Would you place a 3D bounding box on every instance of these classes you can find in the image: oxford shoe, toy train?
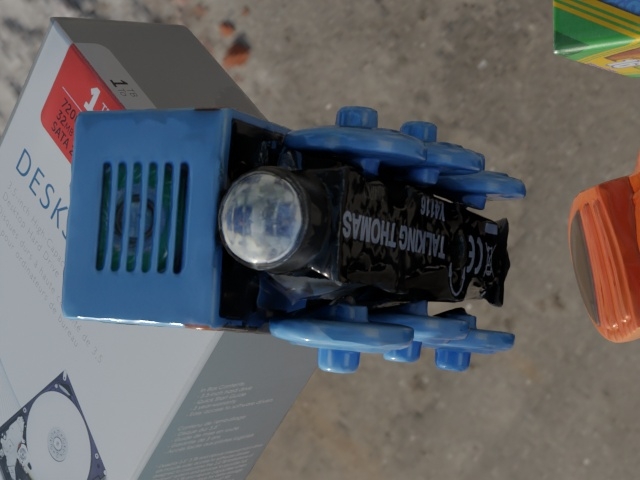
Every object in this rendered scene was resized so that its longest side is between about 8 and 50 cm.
[{"bbox_3d":[0.248,-0.013,0.796,0.363,0.132,0.130,162,95,-83],"label":"oxford shoe"},{"bbox_3d":[0.000,0.000,0.467,0.105,0.184,0.080,4,87,25],"label":"toy train"}]

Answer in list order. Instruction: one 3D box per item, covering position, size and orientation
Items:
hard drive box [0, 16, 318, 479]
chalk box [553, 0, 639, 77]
[{"bbox_3d":[-0.099,0.036,0.712,0.181,0.089,0.232,49,124,30],"label":"hard drive box"},{"bbox_3d":[0.360,-0.246,1.195,0.288,0.180,0.179,-2,86,38],"label":"chalk box"}]
